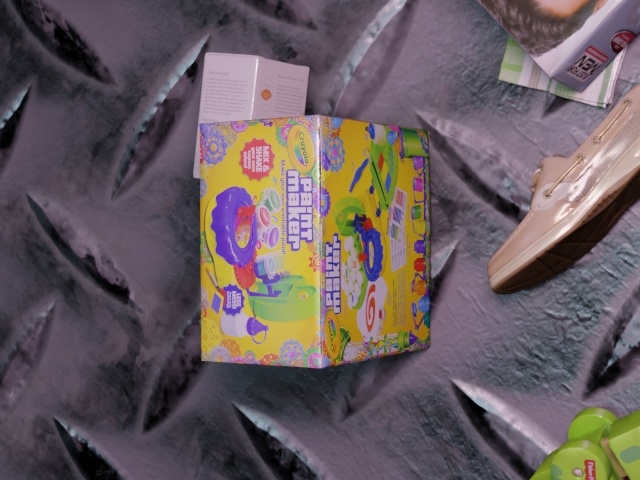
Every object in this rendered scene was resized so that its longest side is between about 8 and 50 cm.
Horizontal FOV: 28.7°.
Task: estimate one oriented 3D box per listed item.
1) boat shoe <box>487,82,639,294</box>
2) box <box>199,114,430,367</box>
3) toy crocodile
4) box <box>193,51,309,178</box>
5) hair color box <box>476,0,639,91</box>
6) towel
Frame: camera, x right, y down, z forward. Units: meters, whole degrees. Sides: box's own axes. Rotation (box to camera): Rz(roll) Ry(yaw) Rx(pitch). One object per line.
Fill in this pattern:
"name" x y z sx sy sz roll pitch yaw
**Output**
"boat shoe" 0.303 -0.058 1.484 0.302 0.109 0.098 -46 63 18
"box" 0.000 0.000 1.564 0.177 0.279 0.290 0 90 31
"toy crocodile" 0.377 0.232 1.436 0.340 0.115 0.105 -32 94 30
"box" -0.094 -0.163 1.706 0.091 0.130 0.171 9 95 32
"hair color box" 0.351 -0.373 1.427 0.374 0.113 0.185 -48 67 19
"towel" 0.300 -0.233 1.532 0.152 0.023 0.113 20 99 32
